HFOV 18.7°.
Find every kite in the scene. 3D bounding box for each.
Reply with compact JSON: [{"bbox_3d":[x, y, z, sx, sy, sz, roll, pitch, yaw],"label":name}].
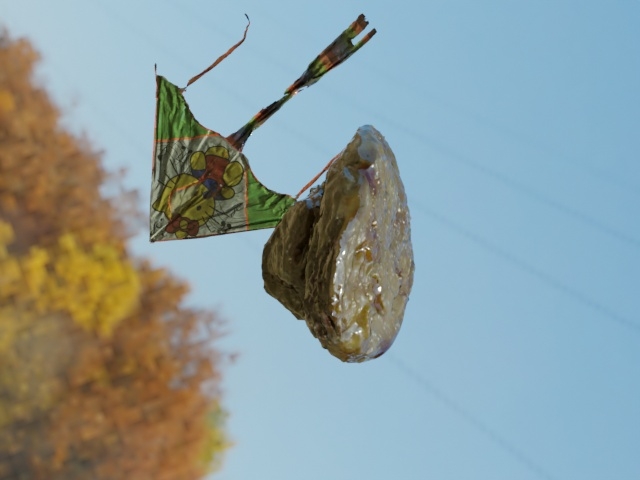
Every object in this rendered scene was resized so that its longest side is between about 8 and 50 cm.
[{"bbox_3d":[-0.053,-0.089,1.506,0.198,0.244,0.006,48,10,23],"label":"kite"}]

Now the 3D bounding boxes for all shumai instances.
[{"bbox_3d":[0.008,0.008,1.206,0.123,0.105,0.139,55,18,-60],"label":"shumai"}]
